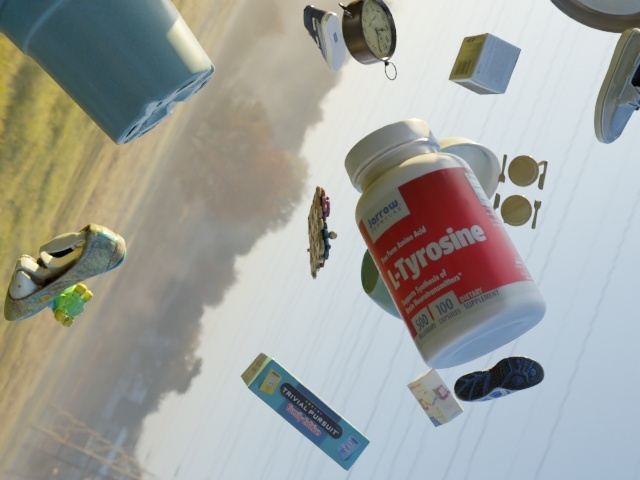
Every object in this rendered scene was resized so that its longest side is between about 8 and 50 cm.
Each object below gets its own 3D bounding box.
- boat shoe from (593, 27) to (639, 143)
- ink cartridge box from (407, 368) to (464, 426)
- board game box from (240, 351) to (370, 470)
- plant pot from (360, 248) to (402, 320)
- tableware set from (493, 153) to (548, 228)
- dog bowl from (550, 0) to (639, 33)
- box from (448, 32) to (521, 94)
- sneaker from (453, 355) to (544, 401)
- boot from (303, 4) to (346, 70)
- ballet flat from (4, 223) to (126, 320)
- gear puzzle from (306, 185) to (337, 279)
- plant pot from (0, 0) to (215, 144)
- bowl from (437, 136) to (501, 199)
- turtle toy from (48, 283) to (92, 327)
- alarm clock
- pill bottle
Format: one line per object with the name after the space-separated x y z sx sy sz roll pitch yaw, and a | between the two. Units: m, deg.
0.596 -0.292 1.649 0.081 0.079 0.227 30 -65 48 | boat shoe
0.269 0.370 2.011 0.052 0.122 0.088 -29 170 -24 | ink cartridge box
-0.042 0.349 1.802 0.079 0.254 0.336 -50 -177 -9 | board game box
0.224 0.086 2.320 0.290 0.196 0.290 -174 -90 -71 | plant pot
0.542 -0.133 2.304 0.039 0.128 0.194 -4 106 -60 | tableware set
0.678 -0.637 1.968 0.102 0.349 0.349 -61 -172 -20 | dog bowl
0.332 -0.356 1.731 0.102 0.087 0.101 -69 -160 0 | box
0.396 0.312 1.913 0.081 0.211 0.080 90 -12 -71 | sneaker
0.010 -0.521 2.188 0.069 0.086 0.190 -47 152 -22 | boot
-0.569 0.060 1.799 0.349 0.123 0.123 -26 -156 21 | ballet flat
0.000 0.000 2.063 0.339 0.044 0.175 109 -22 -73 | gear puzzle
-0.407 -0.394 1.692 0.341 0.334 0.341 -39 -175 4 | plant pot
0.371 -0.199 2.529 0.297 0.298 0.134 -58 -144 28 | bowl
-0.555 0.136 1.880 0.095 0.066 0.130 -56 170 -16 | turtle toy
0.103 -0.398 1.692 0.064 0.192 0.129 -9 -143 39 | alarm clock
0.201 -0.001 1.494 0.229 0.229 0.407 -52 -124 49 | pill bottle
